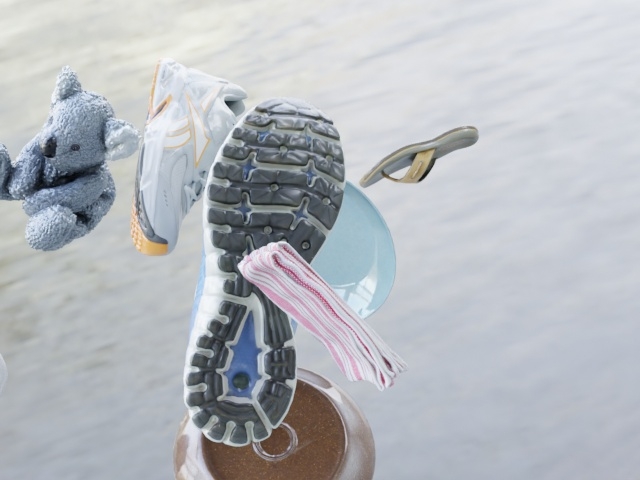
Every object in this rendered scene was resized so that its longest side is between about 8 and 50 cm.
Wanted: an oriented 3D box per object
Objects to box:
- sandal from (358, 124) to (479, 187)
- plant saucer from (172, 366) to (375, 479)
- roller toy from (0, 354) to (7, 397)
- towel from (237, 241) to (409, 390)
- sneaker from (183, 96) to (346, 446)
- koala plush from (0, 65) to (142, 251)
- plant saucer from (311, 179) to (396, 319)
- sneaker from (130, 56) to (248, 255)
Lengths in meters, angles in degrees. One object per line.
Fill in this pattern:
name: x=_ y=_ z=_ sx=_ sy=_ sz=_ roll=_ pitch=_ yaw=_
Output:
sandal: x=0.140 y=-0.107 z=2.133 sx=0.180 sy=0.049 sz=0.072 roll=-21 pitch=-12 yaw=-3
plant saucer: x=-0.045 y=0.201 z=1.498 sx=0.199 sy=0.036 sz=0.198 roll=0 pitch=57 yaw=0
roller toy: x=-0.441 y=0.164 z=1.642 sx=0.209 sy=0.191 sz=0.146 roll=21 pitch=59 yaw=-1
towel: x=-0.005 y=0.063 z=1.260 sx=0.029 sy=0.144 sz=0.197 roll=-45 pitch=5 yaw=-10
sneaker: x=-0.067 y=0.024 z=1.456 sx=0.130 sy=0.329 sz=0.147 roll=15 pitch=-6 yaw=-10
koala plush: x=-0.366 y=-0.134 z=2.280 sx=0.196 sy=0.221 sz=0.203 roll=42 pitch=35 yaw=19
plant saucer: x=0.000 y=0.000 z=1.684 sx=0.195 sy=0.195 sz=0.037 roll=-3 pitch=24 yaw=29
sneaker: x=-0.131 y=-0.089 z=1.638 sx=0.121 sy=0.099 sz=0.262 roll=10 pitch=51 yaw=-6
